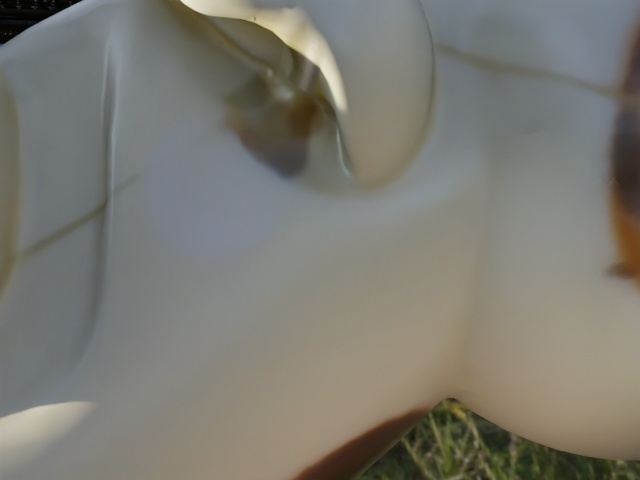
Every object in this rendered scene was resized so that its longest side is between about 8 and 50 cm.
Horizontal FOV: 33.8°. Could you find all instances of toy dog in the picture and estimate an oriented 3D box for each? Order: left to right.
[{"bbox_3d":[0.000,0.000,0.399,0.408,0.395,0.284,-13,-24,3],"label":"toy dog"}]

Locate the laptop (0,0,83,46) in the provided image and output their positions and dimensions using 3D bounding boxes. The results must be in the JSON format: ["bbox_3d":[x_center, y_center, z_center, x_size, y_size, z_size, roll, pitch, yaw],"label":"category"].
[{"bbox_3d":[-0.247,-0.131,0.811,0.234,0.136,0.264,0,-11,-13],"label":"laptop"}]
